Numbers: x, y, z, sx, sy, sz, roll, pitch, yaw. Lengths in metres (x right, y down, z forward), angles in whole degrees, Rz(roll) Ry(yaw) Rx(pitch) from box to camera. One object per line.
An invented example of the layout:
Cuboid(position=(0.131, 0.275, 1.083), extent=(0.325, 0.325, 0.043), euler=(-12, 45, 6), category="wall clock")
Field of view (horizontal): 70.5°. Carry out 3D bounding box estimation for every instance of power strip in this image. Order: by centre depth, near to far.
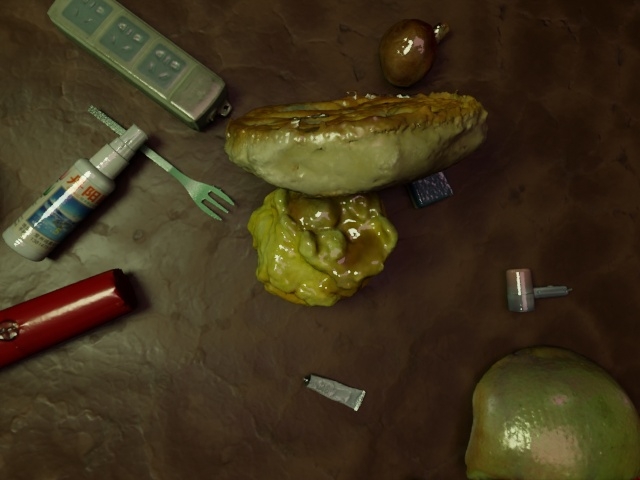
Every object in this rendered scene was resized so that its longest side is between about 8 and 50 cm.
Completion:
Cuboid(position=(-0.246, -0.253, 0.621), extent=(0.272, 0.052, 0.078), euler=(37, 83, -4), category="power strip")
Cuboid(position=(0.147, -0.113, 0.675), extent=(0.056, 0.032, 0.123), euler=(-21, 89, -9), category="power strip")

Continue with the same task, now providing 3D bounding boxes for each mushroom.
Cuboid(position=(0.141, -0.292, 0.668), extent=(0.088, 0.072, 0.129), euler=(39, 78, 27), category="mushroom")

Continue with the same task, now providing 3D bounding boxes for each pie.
Cuboid(position=(0.035, -0.127, 0.543), extent=(0.316, 0.315, 0.092), euler=(-8, 114, -8), category="pie")

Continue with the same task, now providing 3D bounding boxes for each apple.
Cuboid(position=(0.343, 0.247, 0.640), extent=(0.265, 0.120, 0.193), euler=(4, 75, -10), category="apple")

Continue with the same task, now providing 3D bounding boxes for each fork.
Cuboid(position=(-0.222, -0.111, 0.632), extent=(0.235, 0.021, 0.039), euler=(38, 78, -2), category="fork")

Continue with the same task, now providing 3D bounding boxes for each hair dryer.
Cuboid(position=(0.337, 0.073, 0.691), extent=(0.115, 0.037, 0.063), euler=(-1, 85, -15), category="hair dryer")

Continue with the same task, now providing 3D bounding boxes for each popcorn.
Cuboid(position=(-0.001, -0.003, 0.590), extent=(0.198, 0.155, 0.197), euler=(0, 85, 5), category="popcorn")

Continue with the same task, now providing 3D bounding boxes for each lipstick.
Cuboid(position=(-0.380, 0.116, 0.570), extent=(0.280, 0.073, 0.073), euler=(-23, 90, -8), category="lipstick")

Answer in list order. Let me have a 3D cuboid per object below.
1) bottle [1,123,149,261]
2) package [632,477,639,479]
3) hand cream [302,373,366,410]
Cuboid(position=(-0.312, -0.069, 0.592), extent=(0.060, 0.060, 0.217), euler=(42, 85, -3), category="bottle")
Cuboid(position=(0.413, 0.399, 0.683), extent=(0.201, 0.022, 0.083), euler=(-32, 90, -8), category="package")
Cuboid(position=(0.018, 0.213, 0.647), extent=(0.093, 0.019, 0.030), euler=(26, 81, -12), category="hand cream")
